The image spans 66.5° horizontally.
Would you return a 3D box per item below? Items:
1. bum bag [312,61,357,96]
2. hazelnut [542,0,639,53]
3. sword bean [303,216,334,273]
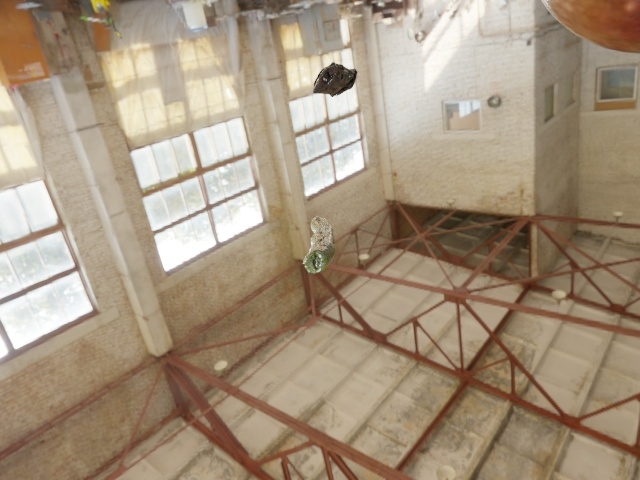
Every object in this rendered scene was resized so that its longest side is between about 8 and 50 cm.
[{"bbox_3d":[0.022,-0.247,0.750,0.058,0.034,0.124,-44,173,22],"label":"bum bag"},{"bbox_3d":[0.203,-0.194,0.299,0.154,0.143,0.143,-48,-148,-8],"label":"hazelnut"},{"bbox_3d":[0.000,0.000,0.778,0.043,0.038,0.269,7,-167,-1],"label":"sword bean"}]
